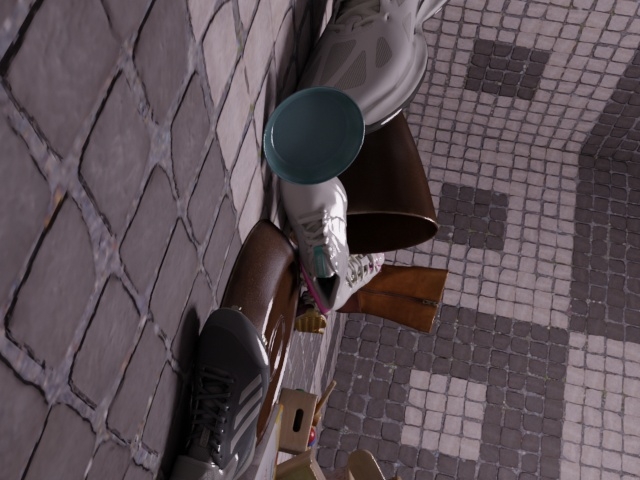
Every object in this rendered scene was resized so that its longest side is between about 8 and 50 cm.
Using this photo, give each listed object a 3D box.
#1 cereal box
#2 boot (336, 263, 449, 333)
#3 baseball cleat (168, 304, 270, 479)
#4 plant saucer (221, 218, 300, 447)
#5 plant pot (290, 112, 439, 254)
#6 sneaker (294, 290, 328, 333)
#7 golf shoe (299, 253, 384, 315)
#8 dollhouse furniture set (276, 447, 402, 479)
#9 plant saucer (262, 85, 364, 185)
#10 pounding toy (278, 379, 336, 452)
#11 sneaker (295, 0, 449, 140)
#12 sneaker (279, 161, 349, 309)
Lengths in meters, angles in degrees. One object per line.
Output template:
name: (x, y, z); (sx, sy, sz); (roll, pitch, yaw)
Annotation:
cereal box: (-0.107, 0.367, 0.953); (0.240, 0.047, 0.173); (-68, 168, -59)
boot: (0.129, 0.051, 1.435); (0.096, 0.280, 0.264); (-53, 154, -76)
baseball cleat: (-0.094, 0.166, 0.631); (0.109, 0.072, 0.206); (-52, 149, -55)
plant saucer: (-0.075, 0.130, 0.836); (0.310, 0.050, 0.311); (11, 90, -83)
plant pot: (0.058, -0.117, 1.019); (0.215, 0.215, 0.231); (78, 9, -74)
sneaker: (-0.018, 0.125, 1.284); (0.185, 0.069, 0.084); (101, -7, -75)
golf shoe: (0.041, 0.044, 1.207); (0.306, 0.140, 0.115); (-63, 130, -78)
dollhouse furniture set: (0.004, 0.436, 1.307); (0.174, 0.303, 0.355); (63, 8, -2)
plant saucer: (-0.009, -0.119, 0.763); (0.021, 0.119, 0.119); (-120, -149, -51)
pounding toy: (-0.032, 0.344, 1.337); (0.130, 0.100, 0.141); (87, 16, -68)
sneaker: (0.049, -0.348, 0.861); (0.448, 0.169, 0.258); (-64, 143, -31)
sneaker: (0.000, 0.000, 0.856); (0.094, 0.080, 0.212); (-88, 165, -44)
